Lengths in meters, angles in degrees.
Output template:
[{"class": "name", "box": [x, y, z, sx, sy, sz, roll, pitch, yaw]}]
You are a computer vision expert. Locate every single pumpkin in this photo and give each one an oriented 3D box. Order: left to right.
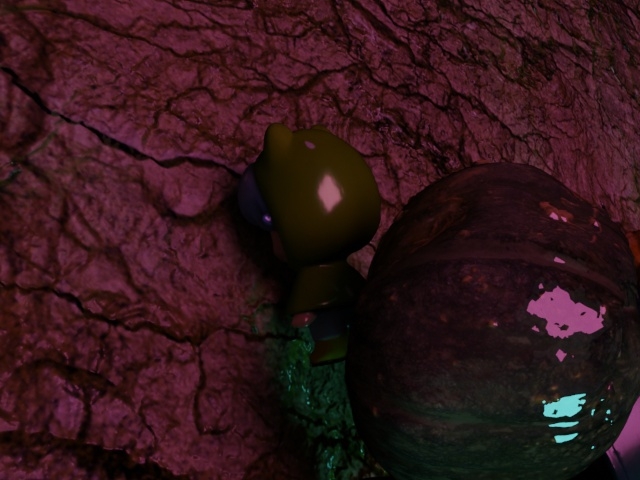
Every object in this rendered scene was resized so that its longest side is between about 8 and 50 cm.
[{"class": "pumpkin", "box": [0.159, 0.073, 0.696, 0.257, 0.292, 0.328, 4, 43, 8]}]

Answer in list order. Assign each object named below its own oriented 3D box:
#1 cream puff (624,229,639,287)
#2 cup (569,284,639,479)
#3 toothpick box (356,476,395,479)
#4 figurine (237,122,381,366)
[{"class": "cream puff", "box": [0.600, 0.096, 1.271, 0.269, 0.155, 0.241, 46, 8, -2]}, {"class": "cup", "box": [0.373, 0.191, 0.935, 0.292, 0.308, 0.242, -25, 102, -18]}, {"class": "toothpick box", "box": [-0.013, 0.304, 0.609, 0.294, 0.192, 0.192, -3, 71, -51]}, {"class": "figurine", "box": [0.000, 0.000, 0.818, 0.162, 0.143, 0.264, -10, 87, -51]}]
